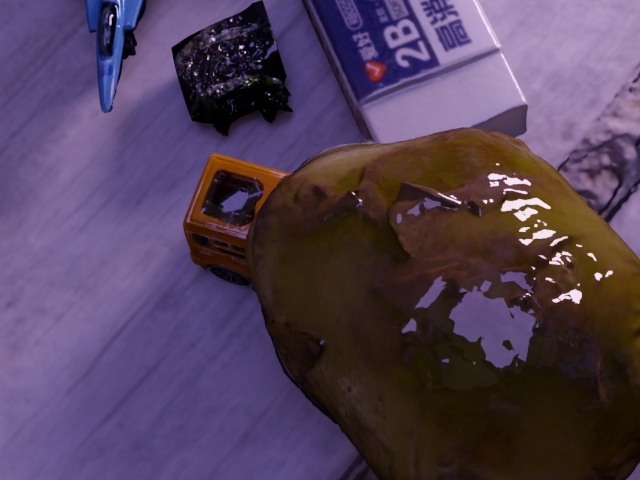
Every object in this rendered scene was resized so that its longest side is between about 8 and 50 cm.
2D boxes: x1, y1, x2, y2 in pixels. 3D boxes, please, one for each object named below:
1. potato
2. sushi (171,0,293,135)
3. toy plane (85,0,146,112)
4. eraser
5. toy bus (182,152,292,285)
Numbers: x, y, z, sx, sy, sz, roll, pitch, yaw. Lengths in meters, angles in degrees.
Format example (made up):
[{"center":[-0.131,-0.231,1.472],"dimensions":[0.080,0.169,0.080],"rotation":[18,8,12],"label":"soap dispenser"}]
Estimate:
[{"center":[0.103,0.045,1.073],"dimensions":[0.246,0.196,0.300],"rotation":[-41,92,-17],"label":"potato"},{"center":[-0.070,-0.131,1.297],"dimensions":[0.083,0.056,0.085],"rotation":[-16,65,1],"label":"sushi"},{"center":[-0.162,-0.212,1.335],"dimensions":[0.169,0.078,0.246],"rotation":[-2,74,7],"label":"toy plane"},{"center":[0.066,-0.159,1.284],"dimensions":[0.124,0.068,0.210],"rotation":[-22,67,-4],"label":"eraser"},{"center":[0.000,0.000,1.215],"dimensions":[0.194,0.088,0.083],"rotation":[15,71,13],"label":"toy bus"}]
